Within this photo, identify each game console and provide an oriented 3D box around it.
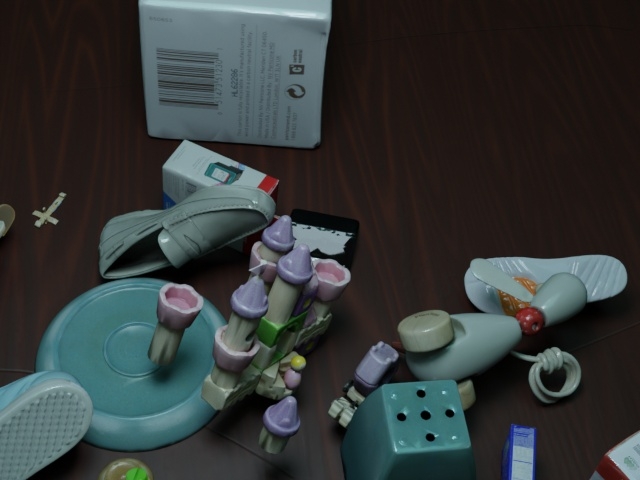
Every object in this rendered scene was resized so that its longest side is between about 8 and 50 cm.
[{"bbox_3d":[0.000,0.000,1.878,0.122,0.071,0.107,10,82,3],"label":"game console"}]

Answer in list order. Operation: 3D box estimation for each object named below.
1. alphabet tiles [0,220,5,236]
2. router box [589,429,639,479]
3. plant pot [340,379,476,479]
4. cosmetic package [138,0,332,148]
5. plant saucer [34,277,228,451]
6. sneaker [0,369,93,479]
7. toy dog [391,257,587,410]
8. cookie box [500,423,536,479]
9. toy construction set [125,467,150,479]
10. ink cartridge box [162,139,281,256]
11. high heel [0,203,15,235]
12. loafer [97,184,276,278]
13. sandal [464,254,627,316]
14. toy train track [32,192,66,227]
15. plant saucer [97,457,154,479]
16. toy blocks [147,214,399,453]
[{"bbox_3d":[-0.647,0.020,1.722,0.278,0.021,0.284,5,47,29],"label":"alphabet tiles"},{"bbox_3d":[0.466,0.451,1.387,0.082,0.301,0.335,-26,58,-24],"label":"router box"},{"bbox_3d":[0.130,0.299,1.514,0.165,0.234,0.165,-3,52,-8],"label":"plant pot"},{"bbox_3d":[-0.145,-0.429,1.998,0.327,0.329,0.393,3,52,-2],"label":"cosmetic package"},{"bbox_3d":[-0.287,0.178,1.690,0.318,0.043,0.317,3,51,-4],"label":"plant saucer"},{"bbox_3d":[-0.495,0.306,1.541,0.366,0.135,0.150,-27,17,-12],"label":"sneaker"},{"bbox_3d":[0.245,0.143,1.692,0.334,0.220,0.161,-3,12,-29],"label":"toy dog"},{"bbox_3d":[0.290,0.341,1.589,0.040,0.092,0.107,8,52,4],"label":"cookie box"},{"bbox_3d":[-0.226,0.435,1.407,0.215,0.151,0.327,-20,51,-22],"label":"toy construction set"},{"bbox_3d":[-0.150,-0.061,1.832,0.231,0.134,0.078,24,53,12],"label":"ink cartridge box"},{"bbox_3d":[-0.607,0.029,1.773,0.117,0.082,0.244,5,59,45],"label":"high heel"},{"bbox_3d":[-0.218,-0.006,1.740,0.319,0.112,0.111,-16,46,25],"label":"loafer"},{"bbox_3d":[0.375,0.081,1.810,0.265,0.076,0.102,-3,75,5],"label":"sandal"},{"bbox_3d":[-0.468,-0.055,1.872,0.048,0.014,0.083,23,53,12],"label":"toy train track"},{"bbox_3d":[-0.284,0.351,1.571,0.083,0.015,0.083,3,52,-4],"label":"plant saucer"},{"bbox_3d":[-0.040,0.108,1.583,0.309,0.260,0.288,36,34,20],"label":"toy blocks"}]
